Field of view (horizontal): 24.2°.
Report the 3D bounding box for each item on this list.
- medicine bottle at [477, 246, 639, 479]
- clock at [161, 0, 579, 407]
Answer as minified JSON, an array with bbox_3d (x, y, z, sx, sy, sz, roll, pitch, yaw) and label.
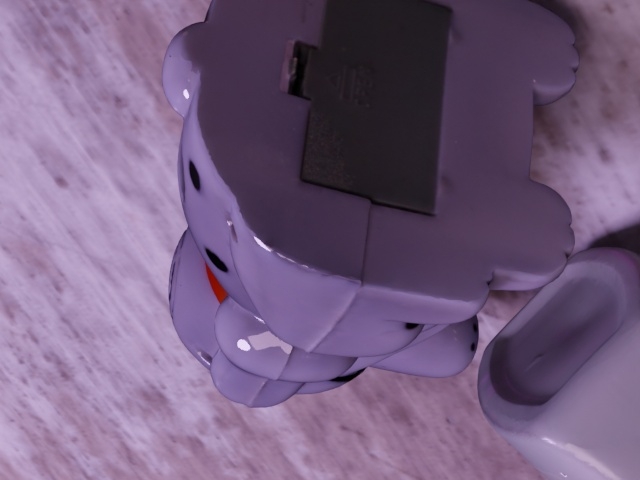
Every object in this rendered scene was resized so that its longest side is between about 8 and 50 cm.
[{"bbox_3d":[0.214,0.136,0.705,0.296,0.161,0.111,43,96,-10],"label":"medicine bottle"},{"bbox_3d":[0.003,-0.001,0.703,0.188,0.189,0.254,27,148,4],"label":"clock"}]
